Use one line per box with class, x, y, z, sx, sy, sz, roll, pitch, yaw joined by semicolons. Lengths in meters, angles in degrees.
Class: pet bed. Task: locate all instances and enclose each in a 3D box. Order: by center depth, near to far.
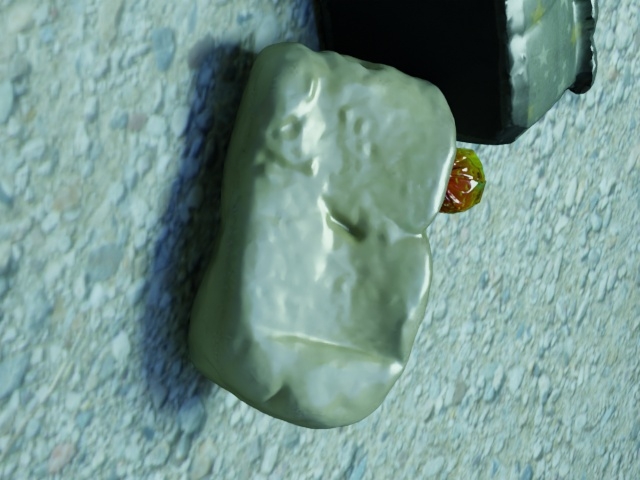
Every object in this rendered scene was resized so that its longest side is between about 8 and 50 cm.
pet bed;0.109;-0.197;1.448;0.159;0.183;0.211;-44;138;-39

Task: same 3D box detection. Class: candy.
candy;0.065;-0.044;1.581;0.201;0.060;0.060;-7;108;-51

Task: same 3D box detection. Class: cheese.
cheese;-0.001;0.000;1.394;0.159;0.093;0.263;11;90;-19
